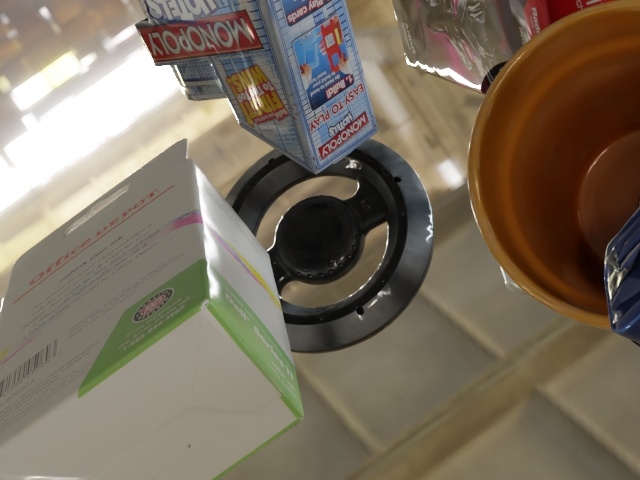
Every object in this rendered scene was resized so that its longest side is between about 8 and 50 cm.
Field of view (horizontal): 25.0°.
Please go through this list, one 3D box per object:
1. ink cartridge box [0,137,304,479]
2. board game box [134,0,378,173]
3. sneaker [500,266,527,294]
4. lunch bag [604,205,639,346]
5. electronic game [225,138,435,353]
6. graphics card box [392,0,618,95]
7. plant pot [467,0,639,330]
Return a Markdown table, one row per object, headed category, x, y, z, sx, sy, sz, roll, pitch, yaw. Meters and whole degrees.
| category | x | y | z | sx | sy | sz | roll | pitch | yaw |
| --- | --- | --- | --- | --- | --- | --- | --- | --- | --- |
| ink cartridge box | -0.140 | 0.069 | 1.110 | 0.207 | 0.119 | 0.353 | -35 | -158 | 8 |
| board game box | -0.052 | -0.135 | 0.864 | 0.060 | 0.194 | 0.194 | -36 | -159 | -31 |
| sneaker | 0.282 | -0.004 | 1.331 | 0.237 | 0.086 | 0.085 | -7 | 175 | 9 |
| lunch bag | 0.146 | 0.004 | 0.535 | 0.098 | 0.065 | 0.067 | -54 | -167 | 28 |
| electronic game | 0.000 | 0.000 | 1.416 | 0.229 | 0.229 | 0.048 | -34 | 153 | 3 |
| graphics card box | 0.150 | -0.245 | 1.242 | 0.094 | 0.233 | 0.371 | -20 | -160 | -11 |
| plant pot | 0.217 | -0.035 | 0.964 | 0.205 | 0.205 | 0.188 | -32 | 164 | 11 |
